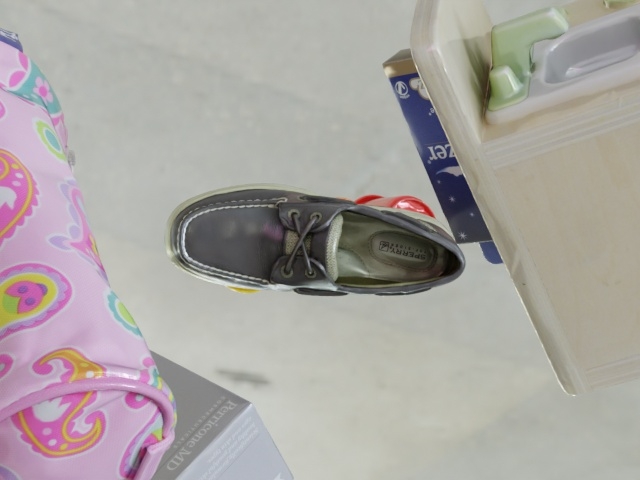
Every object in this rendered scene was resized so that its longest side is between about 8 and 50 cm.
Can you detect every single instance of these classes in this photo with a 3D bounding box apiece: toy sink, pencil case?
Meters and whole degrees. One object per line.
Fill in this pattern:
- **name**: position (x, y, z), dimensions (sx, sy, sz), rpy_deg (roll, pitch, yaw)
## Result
- **toy sink**: position (0.159, -0.061, 1.032), dimensions (0.131, 0.153, 0.234), rpy_deg (-18, 115, 18)
- **pencil case**: position (-0.162, 0.013, 0.968), dimensions (0.124, 0.284, 0.124), rpy_deg (-14, 136, -13)

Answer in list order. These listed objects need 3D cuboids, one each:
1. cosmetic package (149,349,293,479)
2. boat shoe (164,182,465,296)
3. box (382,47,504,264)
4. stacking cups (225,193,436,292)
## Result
- **cosmetic package**: position (-0.151, 0.151, 1.373), dimensions (0.238, 0.127, 0.107), rpy_deg (18, 146, 41)
- **boat shoe**: position (0.001, 0.001, 1.352), dimensions (0.223, 0.080, 0.073), rpy_deg (6, 180, -16)
- **box**: position (0.154, -0.073, 1.648), dimensions (0.136, 0.036, 0.225), rpy_deg (-7, 116, 44)
- **stacking cups**: position (0.008, -0.001, 1.787), dimensions (0.096, 0.096, 0.316), rpy_deg (25, 163, -30)
